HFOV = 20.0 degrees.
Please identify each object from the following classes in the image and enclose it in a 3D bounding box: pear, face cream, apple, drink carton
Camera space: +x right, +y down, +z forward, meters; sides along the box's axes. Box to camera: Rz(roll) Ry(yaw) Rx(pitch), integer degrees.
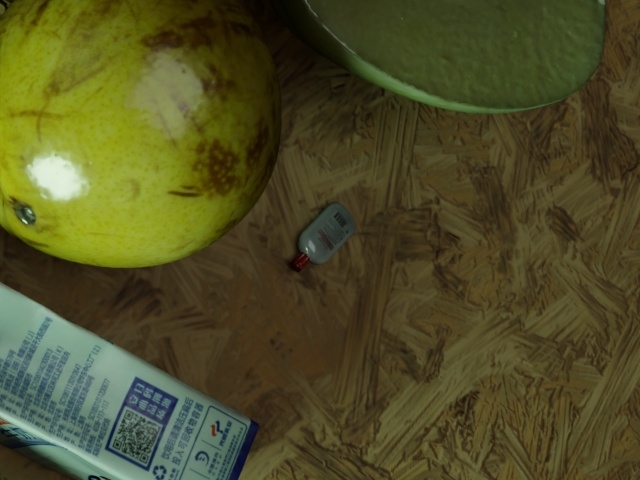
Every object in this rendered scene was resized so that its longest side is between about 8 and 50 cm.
[{"bbox_3d":[-0.170,-0.109,1.548,0.280,0.280,0.281,4,83,-34],"label":"pear"},{"bbox_3d":[0.000,0.000,1.794,0.083,0.021,0.040,-46,110,-29],"label":"face cream"},{"bbox_3d":[0.104,-0.306,1.744,0.360,0.320,0.312,4,122,-28],"label":"apple"},{"bbox_3d":[-0.219,0.137,1.567,0.315,0.130,0.107,32,67,-26],"label":"drink carton"}]

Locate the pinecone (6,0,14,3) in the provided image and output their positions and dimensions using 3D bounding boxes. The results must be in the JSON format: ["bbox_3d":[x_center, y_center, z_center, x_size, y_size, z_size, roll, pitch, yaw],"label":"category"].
[{"bbox_3d":[-0.275,-0.273,1.577,0.140,0.121,0.140,-2,94,-31],"label":"pinecone"}]

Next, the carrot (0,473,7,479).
[{"bbox_3d":[-0.306,0.220,1.524,0.263,0.102,0.102,43,64,-25],"label":"carrot"}]
